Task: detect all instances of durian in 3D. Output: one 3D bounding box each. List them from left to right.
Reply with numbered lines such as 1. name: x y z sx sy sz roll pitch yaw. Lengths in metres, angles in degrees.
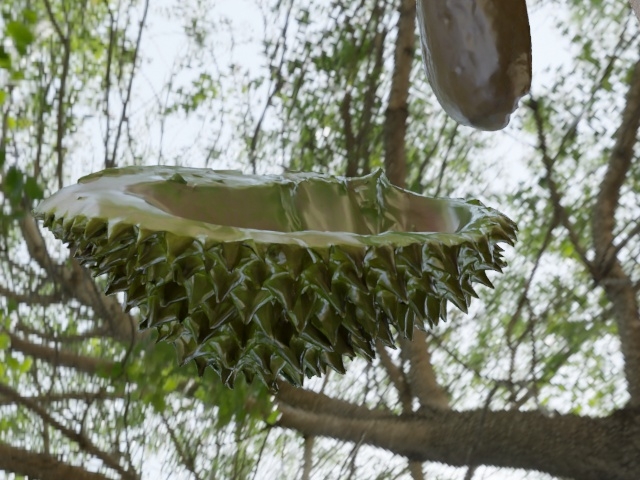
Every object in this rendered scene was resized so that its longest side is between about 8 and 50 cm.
1. durian: 0.000 0.000 0.737 0.352 0.158 0.169 -3 -122 -41

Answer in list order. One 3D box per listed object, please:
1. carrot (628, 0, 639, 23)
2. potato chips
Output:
1. carrot: 0.437 -0.225 1.212 0.100 0.307 0.258 -30 -95 9
2. potato chips: 0.120 -0.191 0.946 0.049 0.150 0.201 -17 -73 -22
